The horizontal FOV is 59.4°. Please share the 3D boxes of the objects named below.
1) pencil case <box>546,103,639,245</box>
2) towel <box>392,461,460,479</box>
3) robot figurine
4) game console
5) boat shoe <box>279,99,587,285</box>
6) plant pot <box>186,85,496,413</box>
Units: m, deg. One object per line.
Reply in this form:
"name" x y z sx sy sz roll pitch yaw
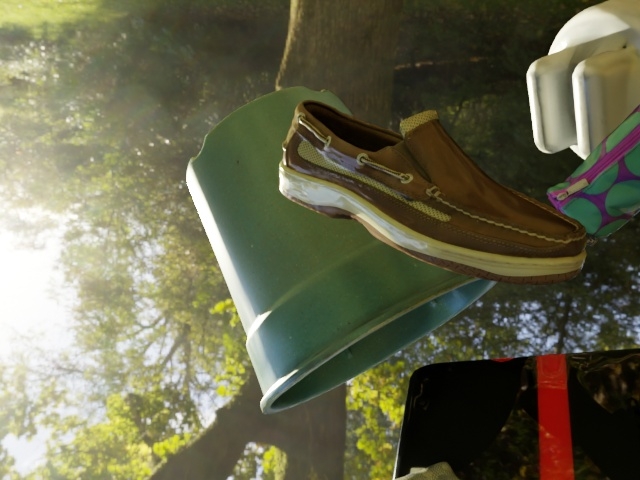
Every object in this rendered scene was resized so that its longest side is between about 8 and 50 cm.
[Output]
"pencil case" 0.254 -0.068 0.449 0.070 0.152 0.064 7 -135 -30
"towel" 0.022 0.282 0.268 0.312 0.056 0.324 -15 -153 -18
"robot figurine" 0.425 -0.211 0.681 0.353 0.200 0.300 -23 -152 -14
"game console" 0.215 0.251 0.465 0.342 0.060 0.387 -12 -147 28
"boat shoe" 0.072 -0.049 0.424 0.257 0.095 0.095 21 -152 28
"plant pot" 0.000 0.000 0.759 0.341 0.334 0.341 -28 162 -10
